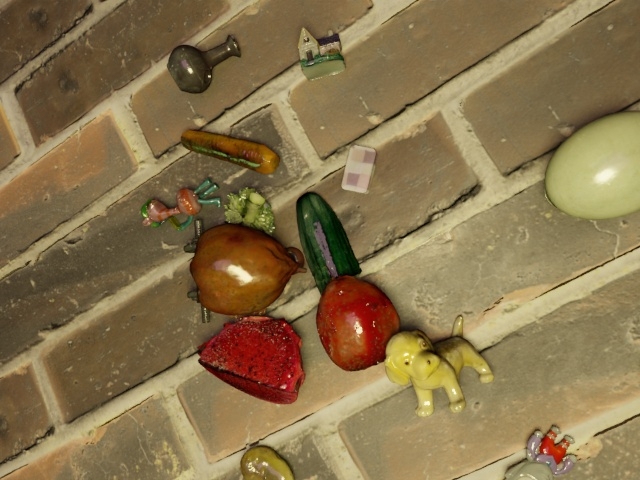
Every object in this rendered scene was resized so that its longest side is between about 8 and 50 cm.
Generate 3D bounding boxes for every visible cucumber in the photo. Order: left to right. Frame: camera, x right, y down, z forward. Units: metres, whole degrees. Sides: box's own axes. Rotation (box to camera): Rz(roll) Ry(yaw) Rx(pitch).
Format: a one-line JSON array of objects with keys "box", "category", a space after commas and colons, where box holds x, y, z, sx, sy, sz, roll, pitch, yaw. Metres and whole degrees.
[{"box": [0.000, 0.000, 1.101, 0.115, 0.063, 0.243, -26, 78, 12], "category": "cucumber"}]

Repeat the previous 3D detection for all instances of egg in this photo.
[{"box": [0.546, -0.139, 0.888, 0.253, 0.186, 0.186, -28, 79, 15], "category": "egg"}]

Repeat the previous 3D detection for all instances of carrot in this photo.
[{"box": [-0.225, -0.223, 1.179, 0.260, 0.070, 0.070, 17, 91, 19], "category": "carrot"}]

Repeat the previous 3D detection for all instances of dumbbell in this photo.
[{"box": [-0.289, 0.073, 1.165, 0.082, 0.081, 0.253, -8, 84, 15], "category": "dumbbell"}]

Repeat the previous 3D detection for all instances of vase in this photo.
[{"box": [-0.286, -0.448, 1.193, 0.183, 0.120, 0.120, -31, 78, -3], "category": "vase"}]

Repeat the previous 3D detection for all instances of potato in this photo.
[{"box": [-0.120, 0.530, 1.089, 0.138, 0.070, 0.091, 35, 94, 14], "category": "potato"}]

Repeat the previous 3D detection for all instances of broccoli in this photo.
[{"box": [-0.154, -0.071, 1.081, 0.118, 0.204, 0.122, -3, 84, -16], "category": "broccoli"}]

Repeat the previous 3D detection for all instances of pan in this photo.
[{"box": [-0.086, 0.068, 1.137, 0.068, 0.023, 0.115, 36, 96, 14], "category": "pan"}]

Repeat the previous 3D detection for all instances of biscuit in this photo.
[{"box": [-0.183, 0.154, 1.161, 0.119, 0.019, 0.130, -43, 76, 9], "category": "biscuit"}]

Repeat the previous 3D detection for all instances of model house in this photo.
[{"box": [0.001, -0.445, 1.117, 0.101, 0.088, 0.100, -11, 84, 11], "category": "model house"}]

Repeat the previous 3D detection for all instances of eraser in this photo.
[{"box": [0.090, -0.163, 1.103, 0.065, 0.026, 0.105, 15, 90, 19], "category": "eraser"}]

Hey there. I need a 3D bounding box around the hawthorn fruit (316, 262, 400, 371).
[{"box": [0.059, 0.156, 1.000, 0.181, 0.181, 0.235, -31, 89, 12], "category": "hawthorn fruit"}]

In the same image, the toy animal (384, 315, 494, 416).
[{"box": [0.231, 0.248, 0.938, 0.121, 0.233, 0.168, -28, 72, 47], "category": "toy animal"}]

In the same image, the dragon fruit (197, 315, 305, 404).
[{"box": [-0.141, 0.277, 1.082, 0.262, 0.163, 0.189, 11, 118, 19], "category": "dragon fruit"}]

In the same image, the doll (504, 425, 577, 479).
[{"box": [0.418, 0.474, 0.942, 0.102, 0.075, 0.227, 38, 84, 6], "category": "doll"}]

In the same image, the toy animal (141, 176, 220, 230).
[{"box": [-0.346, -0.081, 1.198, 0.209, 0.100, 0.103, -22, 120, 11], "category": "toy animal"}]

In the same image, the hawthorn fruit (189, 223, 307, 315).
[{"box": [-0.155, 0.062, 1.063, 0.249, 0.208, 0.207, -5, 85, 1], "category": "hawthorn fruit"}]
